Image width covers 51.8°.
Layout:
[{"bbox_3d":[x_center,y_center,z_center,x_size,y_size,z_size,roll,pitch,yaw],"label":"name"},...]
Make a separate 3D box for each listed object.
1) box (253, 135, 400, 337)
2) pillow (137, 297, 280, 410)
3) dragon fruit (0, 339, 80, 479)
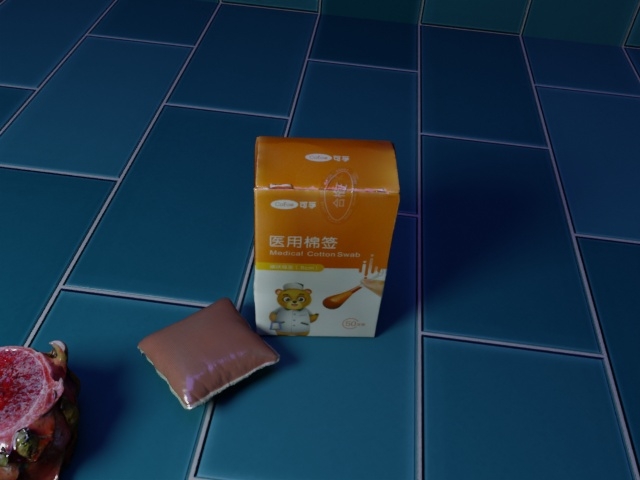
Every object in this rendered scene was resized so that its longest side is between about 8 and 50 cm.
[{"bbox_3d":[0.000,0.000,1.102,0.224,0.341,0.143,2,41,-4],"label":"box"},{"bbox_3d":[-0.183,0.185,1.079,0.179,0.075,0.171,-27,51,-30],"label":"pillow"},{"bbox_3d":[-0.433,0.243,0.927,0.211,0.147,0.282,-21,43,-37],"label":"dragon fruit"}]
